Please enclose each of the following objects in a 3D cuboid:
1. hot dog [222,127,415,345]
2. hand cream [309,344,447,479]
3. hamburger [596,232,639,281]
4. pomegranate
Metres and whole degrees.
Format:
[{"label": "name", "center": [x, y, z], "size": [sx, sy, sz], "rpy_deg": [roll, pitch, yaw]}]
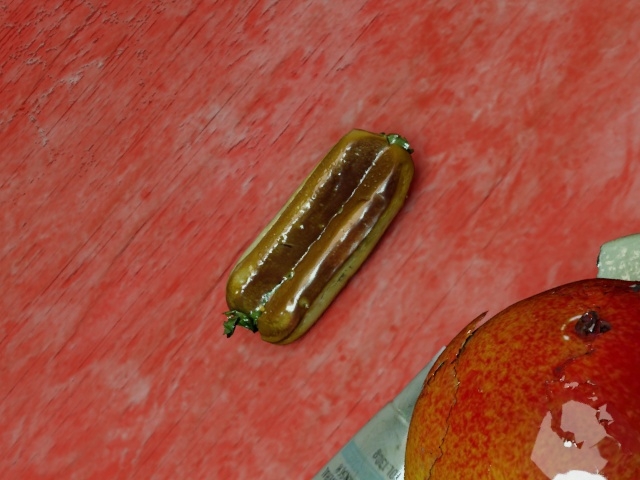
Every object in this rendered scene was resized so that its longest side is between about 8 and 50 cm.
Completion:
[{"label": "hot dog", "center": [0.000, 0.000, 1.156], "size": [0.072, 0.055, 0.188], "rpy_deg": [39, 90, 14]}, {"label": "hand cream", "center": [-0.006, 0.199, 1.018], "size": [0.312, 0.070, 0.111], "rpy_deg": [-48, 49, 1]}, {"label": "hamburger", "center": [0.208, 0.055, 0.986], "size": [0.084, 0.054, 0.121], "rpy_deg": [3, 64, 31]}, {"label": "pomegranate", "center": [0.143, 0.132, 0.873], "size": [0.235, 0.210, 0.210], "rpy_deg": [-62, 38, 31]}]
